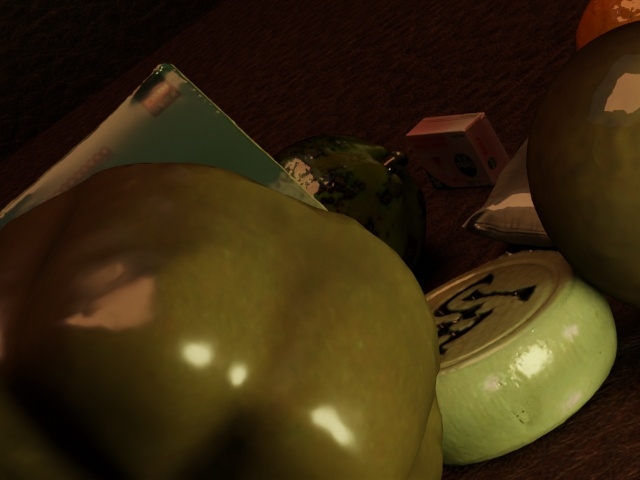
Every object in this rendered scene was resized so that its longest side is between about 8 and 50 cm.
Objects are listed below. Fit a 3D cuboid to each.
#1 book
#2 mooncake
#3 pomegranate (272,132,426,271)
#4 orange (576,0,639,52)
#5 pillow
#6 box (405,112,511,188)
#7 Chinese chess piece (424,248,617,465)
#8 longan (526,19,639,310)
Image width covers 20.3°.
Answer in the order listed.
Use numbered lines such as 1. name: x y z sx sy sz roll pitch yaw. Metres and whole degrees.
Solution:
1. book: -0.123 0.022 1.810 0.264 0.379 0.031 -44 -19 -9
2. mooncake: -0.120 0.168 1.520 0.467 0.467 0.262 -20 32 28
3. pomegranate: 0.008 0.010 2.118 0.204 0.222 0.277 19 88 46
4. orange: 0.402 -0.241 2.138 0.193 0.193 0.161 -21 39 24
5. pillow: 0.276 -0.076 2.081 0.144 0.078 0.254 -4 31 33
6. box: 0.178 -0.115 2.299 0.043 0.089 0.125 -42 21 -28
7. Chinese chess piece: 0.165 0.111 1.744 0.250 0.101 0.250 -27 18 10
8. longan: 0.330 -0.070 1.661 0.297 0.297 0.297 -27 19 10
